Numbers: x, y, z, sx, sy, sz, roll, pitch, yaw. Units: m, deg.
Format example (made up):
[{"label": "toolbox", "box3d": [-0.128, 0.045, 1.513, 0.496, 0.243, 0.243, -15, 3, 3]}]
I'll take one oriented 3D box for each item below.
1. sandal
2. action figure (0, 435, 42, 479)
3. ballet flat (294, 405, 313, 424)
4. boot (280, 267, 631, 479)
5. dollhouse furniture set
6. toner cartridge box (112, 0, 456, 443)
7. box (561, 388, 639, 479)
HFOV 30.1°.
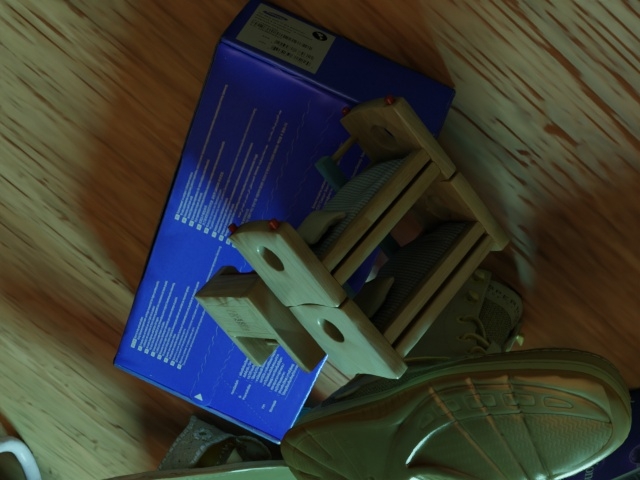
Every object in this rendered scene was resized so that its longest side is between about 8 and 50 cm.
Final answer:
[{"label": "sandal", "box3d": [-0.126, 0.201, 1.105, 0.240, 0.079, 0.088, -9, 151, -9]}, {"label": "action figure", "box3d": [-0.277, 0.400, 1.259, 0.370, 0.248, 0.276, 42, 101, -4]}, {"label": "ballet flat", "box3d": [0.029, 0.221, 1.078, 0.188, 0.070, 0.070, 39, 129, -6]}, {"label": "boot", "box3d": [0.117, 0.088, 0.851, 0.262, 0.203, 0.095, -21, 107, 38]}, {"label": "dollhouse furniture set", "box3d": [0.000, 0.000, 0.811, 0.129, 0.129, 0.184, 51, 154, -19]}, {"label": "toner cartridge box", "box3d": [-0.040, -0.001, 0.929, 0.165, 0.075, 0.348, 26, 129, 1]}, {"label": "box", "box3d": [0.269, 0.196, 0.910, 0.207, 0.153, 0.108, -22, 115, 31]}]
